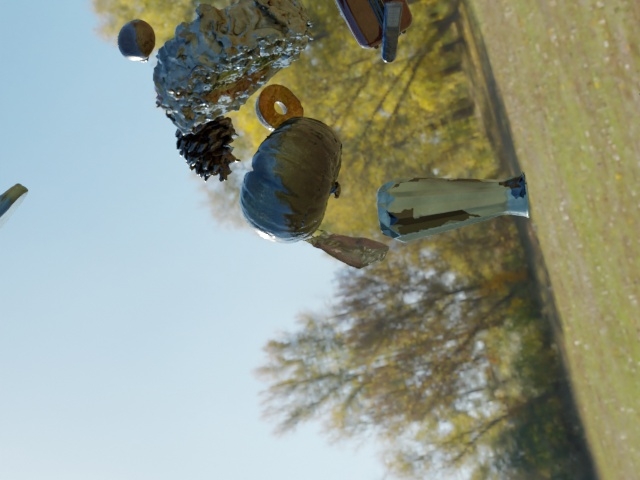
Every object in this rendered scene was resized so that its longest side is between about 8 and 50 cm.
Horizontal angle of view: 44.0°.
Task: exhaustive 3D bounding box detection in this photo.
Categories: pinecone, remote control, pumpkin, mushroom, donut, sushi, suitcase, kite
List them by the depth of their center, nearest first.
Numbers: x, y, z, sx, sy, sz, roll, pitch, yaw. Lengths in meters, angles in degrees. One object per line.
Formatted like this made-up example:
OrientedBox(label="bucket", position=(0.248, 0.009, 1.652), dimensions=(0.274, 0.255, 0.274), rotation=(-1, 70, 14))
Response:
OrientedBox(label="pumpkin", position=(-0.043, -0.103, 1.402), dimensions=(0.238, 0.159, 0.237), rotation=(23, -90, -81))
OrientedBox(label="sushi", position=(-0.202, -0.413, 1.769), dimensions=(0.175, 0.417, 0.417), rotation=(55, -166, -1))
OrientedBox(label="remote control", position=(0.174, -0.507, 1.934), dimensions=(0.027, 0.044, 0.152), rotation=(-92, 3, -55))
OrientedBox(label="kite", position=(0.000, -0.003, 2.058), dimensions=(0.204, 0.361, 0.022), rotation=(-32, -46, -59))
OrientedBox(label="suitcase", position=(0.117, -0.644, 2.069), dimensions=(0.236, 0.161, 0.297), rotation=(59, -171, -24))
OrientedBox(label="pinecone", position=(-0.319, -0.272, 2.235), dimensions=(0.204, 0.179, 0.184), rotation=(64, -168, 22))
OrientedBox(label="mushroom", position=(-0.523, -0.571, 2.257), dimensions=(0.087, 0.127, 0.127), rotation=(-4, -103, -61))
OrientedBox(label="donut", position=(-0.127, -0.386, 2.352), dimensions=(0.058, 0.152, 0.151), rotation=(-20, 85, 59))

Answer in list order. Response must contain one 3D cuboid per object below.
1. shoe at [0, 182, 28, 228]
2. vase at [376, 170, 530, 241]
OrientedBox(label="shoe", position=(-0.687, -0.064, 1.641), dimensions=(0.078, 0.195, 0.079), rotation=(50, -158, -6))
OrientedBox(label="vase", position=(0.325, -0.090, 1.948), dimensions=(0.165, 0.360, 0.165), rotation=(-6, -90, -79))
